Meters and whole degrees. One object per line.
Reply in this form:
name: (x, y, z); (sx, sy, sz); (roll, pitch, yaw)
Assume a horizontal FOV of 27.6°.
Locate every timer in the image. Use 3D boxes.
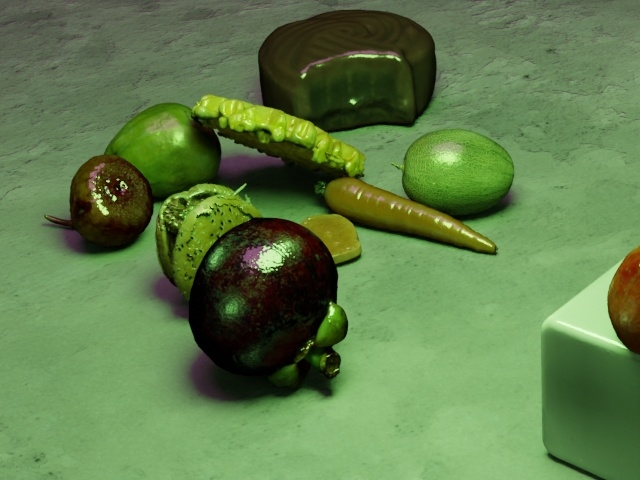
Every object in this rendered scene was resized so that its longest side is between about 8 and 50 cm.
timer: (0.380, 0.153, 1.474); (0.192, 0.194, 0.195); (21, 38, 39)

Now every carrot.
carrot: (0.125, -0.039, 2.013); (0.336, 0.069, 0.069); (19, 38, 32)

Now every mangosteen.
mangosteen: (-0.061, 0.078, 1.683); (0.216, 0.216, 0.216); (-5, 29, 3)

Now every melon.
melon: (0.205, -0.107, 2.037); (0.192, 0.139, 0.139); (5, 29, -2)

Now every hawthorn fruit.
hawthorn fruit: (0.349, 0.055, 1.338); (0.125, 0.140, 0.125); (-35, 25, 20)

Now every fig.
fig: (-0.361, -0.040, 2.092); (0.201, 0.134, 0.146); (-36, 39, 41)
fig: (-0.282, -0.152, 2.201); (0.234, 0.167, 0.167); (-3, 28, -10)

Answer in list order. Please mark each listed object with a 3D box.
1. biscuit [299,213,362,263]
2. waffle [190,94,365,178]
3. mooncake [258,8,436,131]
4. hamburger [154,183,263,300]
biscuit: (0.000, 0.001, 2.003); (0.118, 0.023, 0.140); (-7, 29, -2)
waffle: (-0.065, -0.169, 2.117); (0.329, 0.062, 0.329); (21, -2, 1)
mooncake: (0.039, -0.310, 2.413); (0.326, 0.174, 0.334); (9, 31, 21)
hamburger: (-0.147, 0.002, 1.865); (0.177, 0.185, 0.113); (30, 0, -30)
